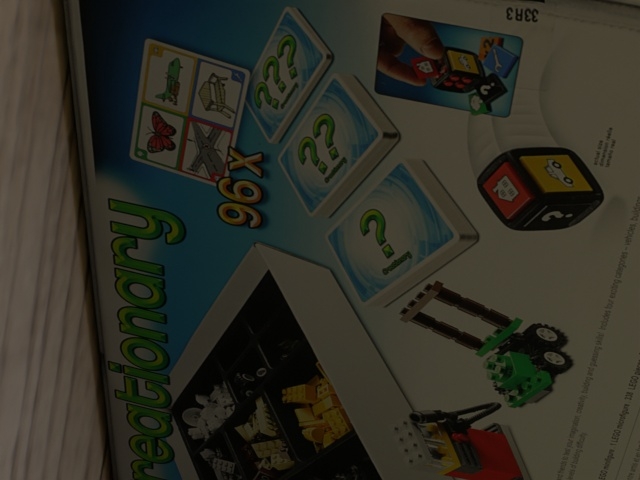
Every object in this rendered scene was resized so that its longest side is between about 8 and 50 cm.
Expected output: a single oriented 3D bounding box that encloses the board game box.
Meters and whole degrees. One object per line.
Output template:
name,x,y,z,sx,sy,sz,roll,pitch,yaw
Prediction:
board game box,0.036,0.035,0.421,0.305,0.193,0.053,94,10,-48
